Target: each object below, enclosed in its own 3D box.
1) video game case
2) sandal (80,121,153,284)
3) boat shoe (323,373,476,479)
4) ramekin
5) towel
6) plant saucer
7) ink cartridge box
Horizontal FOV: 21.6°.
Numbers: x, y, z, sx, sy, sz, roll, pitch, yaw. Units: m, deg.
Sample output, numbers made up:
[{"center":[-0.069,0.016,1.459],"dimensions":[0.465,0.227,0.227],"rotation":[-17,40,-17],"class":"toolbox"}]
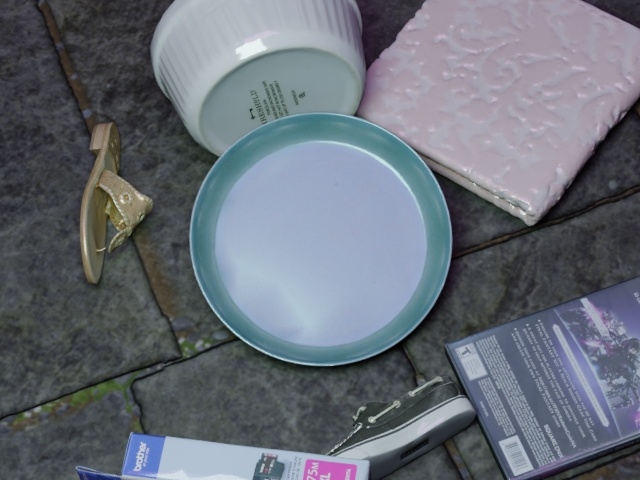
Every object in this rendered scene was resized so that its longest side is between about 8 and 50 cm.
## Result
[{"center":[0.309,0.161,1.975],"dimensions":[0.274,0.026,0.196],"rotation":[-18,58,-9],"class":"video game case"},{"center":[-0.249,-0.056,2.113],"dimensions":[0.079,0.088,0.240],"rotation":[-6,52,7],"class":"sandal"},{"center":[0.071,0.223,1.926],"dimensions":[0.219,0.078,0.070],"rotation":[-24,60,-20],"class":"boat shoe"},{"center":[-0.066,-0.210,2.087],"dimensions":[0.273,0.273,0.127],"rotation":[-16,54,-6],"class":"ramekin"},{"center":[0.239,-0.205,2.196],"dimensions":[0.317,0.053,0.332],"rotation":[30,64,21],"class":"towel"},{"center":[0.000,0.000,2.042],"dimensions":[0.317,0.044,0.317],"rotation":[1,75,-2],"class":"plant saucer"},{"center":[-0.097,0.279,1.831],"dimensions":[0.311,0.186,0.065],"rotation":[4,61,7],"class":"ink cartridge box"}]
